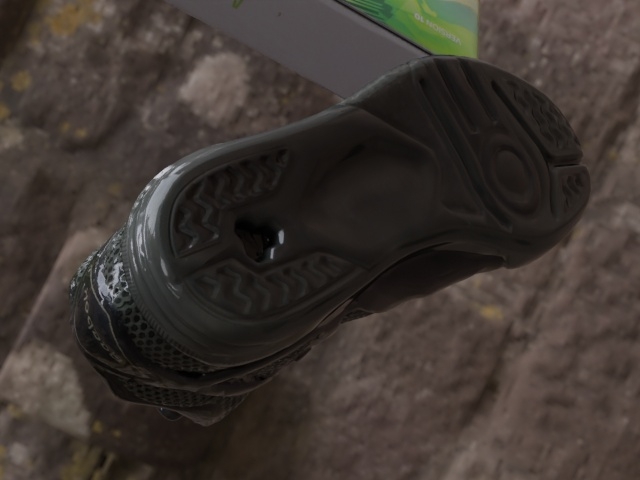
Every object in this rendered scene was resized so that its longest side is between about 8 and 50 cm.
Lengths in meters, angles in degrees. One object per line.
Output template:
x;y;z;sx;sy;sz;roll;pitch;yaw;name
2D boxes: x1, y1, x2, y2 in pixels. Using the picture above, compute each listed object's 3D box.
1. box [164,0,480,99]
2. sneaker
-0.019;-0.226;0.746;0.058;0.232;0.322;-43;29;43;box
0.000;0.000;0.530;0.227;0.087;0.130;-24;-5;-41;sneaker
